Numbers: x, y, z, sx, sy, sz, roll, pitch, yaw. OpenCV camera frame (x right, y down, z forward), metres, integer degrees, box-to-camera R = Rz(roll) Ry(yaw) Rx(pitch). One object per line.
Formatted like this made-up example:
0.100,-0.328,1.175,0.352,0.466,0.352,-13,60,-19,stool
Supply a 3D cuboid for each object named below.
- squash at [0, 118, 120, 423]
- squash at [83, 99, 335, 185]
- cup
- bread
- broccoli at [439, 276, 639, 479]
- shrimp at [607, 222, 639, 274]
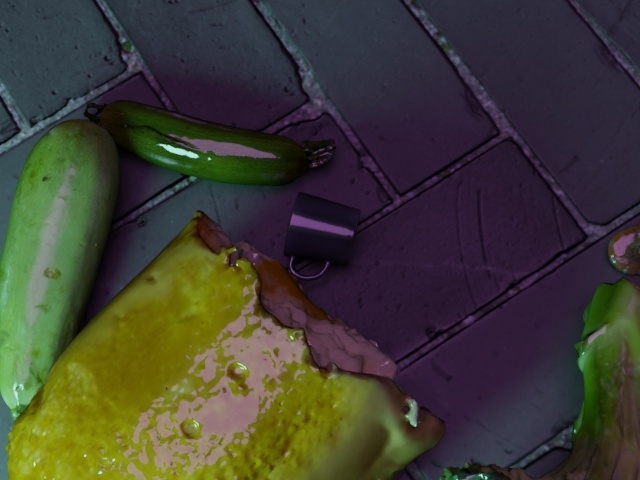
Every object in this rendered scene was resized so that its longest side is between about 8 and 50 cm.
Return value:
-0.316,0.035,1.381,0.118,0.118,0.371,10,77,6,squash
-0.143,-0.116,1.439,0.318,0.071,0.080,11,72,6,squash
0.000,0.000,1.395,0.077,0.078,0.100,13,83,3,cup
-0.119,0.197,1.242,0.361,0.250,0.394,42,79,15,bread
0.262,0.240,1.227,0.353,0.275,0.397,1,73,-43,broccoli
0.389,0.006,1.400,0.108,0.023,0.059,-19,82,-4,shrimp
